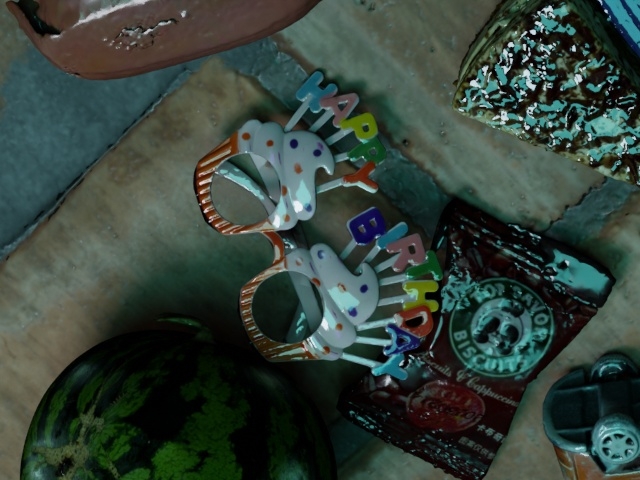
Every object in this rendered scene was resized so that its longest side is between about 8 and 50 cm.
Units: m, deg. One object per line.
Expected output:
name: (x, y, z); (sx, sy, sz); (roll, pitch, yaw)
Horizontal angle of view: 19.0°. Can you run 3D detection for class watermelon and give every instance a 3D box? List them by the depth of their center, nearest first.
watermelon: (-0.110, 0.197, 1.549); (0.269, 0.269, 0.269); (3, 112, 7)

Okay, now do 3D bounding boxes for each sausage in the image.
sausage: (-0.103, -0.213, 1.444); (0.279, 0.152, 0.152); (-17, 108, 12)

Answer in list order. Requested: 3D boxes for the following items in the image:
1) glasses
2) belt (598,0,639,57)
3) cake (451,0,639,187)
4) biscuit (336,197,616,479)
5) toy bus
glasses: (0.005, -0.002, 1.551); (0.162, 0.095, 0.255); (-21, 90, 11)
belt: (0.307, -0.219, 1.400); (0.212, 0.117, 0.347); (-34, 104, 20)
cake: (0.208, -0.083, 1.474); (0.135, 0.112, 0.246); (-36, 106, 22)
biscuit: (0.121, 0.088, 1.580); (0.151, 0.063, 0.235); (25, 110, -12)
toy bus: (0.319, 0.156, 1.553); (0.265, 0.121, 0.120); (-10, 119, 12)
